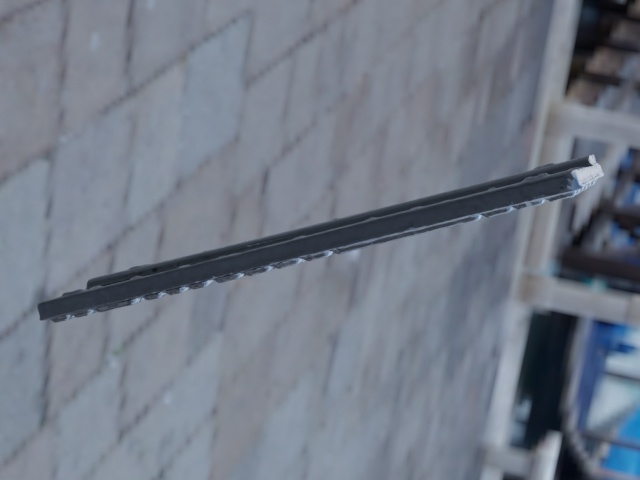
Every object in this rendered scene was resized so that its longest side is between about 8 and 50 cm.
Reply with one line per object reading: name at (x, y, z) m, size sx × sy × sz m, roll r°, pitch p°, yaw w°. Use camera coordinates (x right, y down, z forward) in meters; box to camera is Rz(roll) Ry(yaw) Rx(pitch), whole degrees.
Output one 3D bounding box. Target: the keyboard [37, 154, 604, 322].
keyboard at (0.000, 0.000, 1.075) m, size 0.101 × 0.310 × 0.018 m, roll -25°, pitch 101°, yaw -73°
